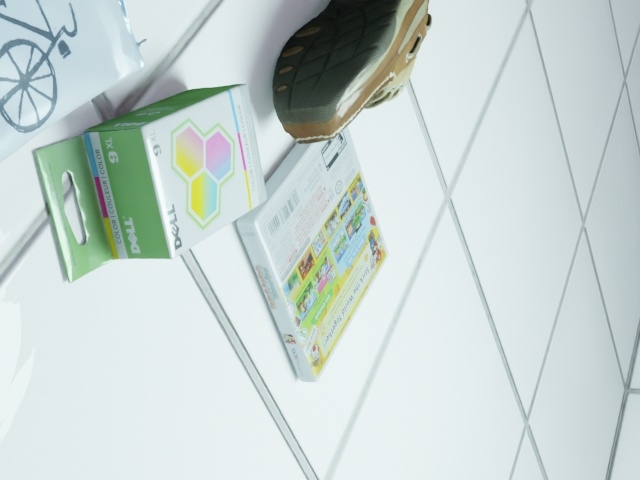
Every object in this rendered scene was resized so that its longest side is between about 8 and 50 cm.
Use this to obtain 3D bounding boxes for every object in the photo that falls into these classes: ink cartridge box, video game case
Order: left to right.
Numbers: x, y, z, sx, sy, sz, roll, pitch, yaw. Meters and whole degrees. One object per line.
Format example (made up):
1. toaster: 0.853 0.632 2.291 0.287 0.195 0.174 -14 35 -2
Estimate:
1. ink cartridge box: -0.128 -0.051 0.852 0.209 0.062 0.109 -36 121 -55
2. video game case: 0.000 0.000 1.119 0.227 0.026 0.206 -57 136 -46

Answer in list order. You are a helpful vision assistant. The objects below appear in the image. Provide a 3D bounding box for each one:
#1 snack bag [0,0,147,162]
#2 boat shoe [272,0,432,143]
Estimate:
1. snack bag: -0.257 -0.196 0.653 0.342 0.037 0.323 -50 132 -49
2. boat shoe: 0.055 -0.202 1.123 0.324 0.122 0.120 -61 139 -40
